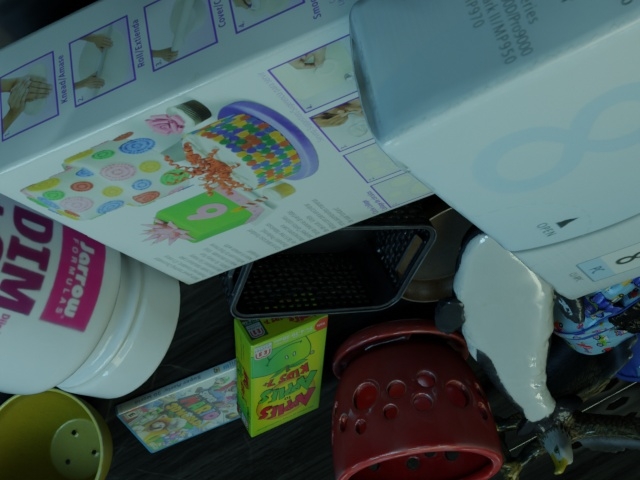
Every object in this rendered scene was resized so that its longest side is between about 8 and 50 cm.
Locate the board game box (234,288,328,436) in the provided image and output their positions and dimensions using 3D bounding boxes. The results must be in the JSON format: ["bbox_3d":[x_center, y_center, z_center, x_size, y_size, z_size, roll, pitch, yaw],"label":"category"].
[{"bbox_3d":[-0.046,0.142,0.914,0.092,0.043,0.181,-20,141,-22],"label":"board game box"}]

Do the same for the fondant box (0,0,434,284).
[{"bbox_3d":[-0.014,-0.090,0.535,0.330,0.096,0.238,-21,156,15],"label":"fondant box"}]

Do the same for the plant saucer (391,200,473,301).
[{"bbox_3d":[0.147,0.004,0.882,0.168,0.029,0.168,-14,141,-12],"label":"plant saucer"}]

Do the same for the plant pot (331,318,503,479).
[{"bbox_3d":[0.103,0.194,0.948,0.191,0.174,0.191,-5,149,-3],"label":"plant pot"}]

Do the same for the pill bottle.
[{"bbox_3d":[-0.249,0.021,0.582,0.160,0.160,0.283,-40,141,20],"label":"pill bottle"}]

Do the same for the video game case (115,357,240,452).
[{"bbox_3d":[-0.145,0.197,0.969,0.166,0.015,0.119,-22,143,-4],"label":"video game case"}]

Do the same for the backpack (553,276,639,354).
[{"bbox_3d":[0.308,0.040,0.915,0.117,0.158,0.173,15,138,-34],"label":"backpack"}]

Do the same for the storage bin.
[{"bbox_3d":[0.000,0.000,0.753,0.180,0.084,0.122,-2,137,-27],"label":"storage bin"}]

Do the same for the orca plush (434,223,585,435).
[{"bbox_3d":[0.221,0.078,0.894,0.151,0.102,0.287,-25,117,25],"label":"orca plush"}]

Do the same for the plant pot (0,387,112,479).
[{"bbox_3d":[-0.274,0.224,0.856,0.134,0.134,0.095,-27,166,4],"label":"plant pot"}]

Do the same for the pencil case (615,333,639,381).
[{"bbox_3d":[0.545,0.158,1.204,0.306,0.119,0.133,11,148,-37],"label":"pencil case"}]

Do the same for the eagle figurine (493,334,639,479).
[{"bbox_3d":[0.354,0.239,1.112,0.298,0.225,0.226,-34,131,25],"label":"eagle figurine"}]

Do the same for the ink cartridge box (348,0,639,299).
[{"bbox_3d":[0.253,-0.099,0.410,0.385,0.091,0.308,-22,152,25],"label":"ink cartridge box"}]
